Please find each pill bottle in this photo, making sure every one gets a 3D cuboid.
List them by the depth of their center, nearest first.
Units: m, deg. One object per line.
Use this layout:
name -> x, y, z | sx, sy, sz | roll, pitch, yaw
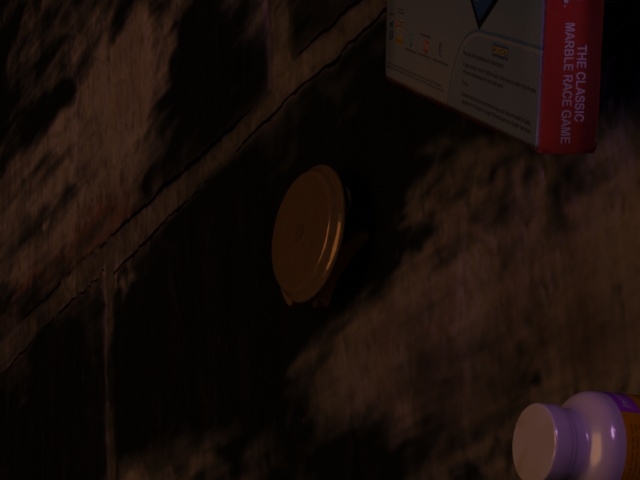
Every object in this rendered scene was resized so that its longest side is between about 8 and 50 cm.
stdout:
pill bottle -> 0.115, 0.079, 0.717 | 0.043, 0.083, 0.043 | -27, 60, 60

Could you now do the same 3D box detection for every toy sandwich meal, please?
toy sandwich meal -> 0.000, 0.000, 1.054 | 0.085, 0.029, 0.086 | -34, 50, 54

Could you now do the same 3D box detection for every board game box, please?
board game box -> 0.070, -0.128, 0.836 | 0.281, 0.027, 0.145 | -133, 42, -75

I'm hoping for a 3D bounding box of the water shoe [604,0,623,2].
water shoe -> 0.127, -0.201, 0.782 | 0.080, 0.073, 0.203 | -125, 48, -59
